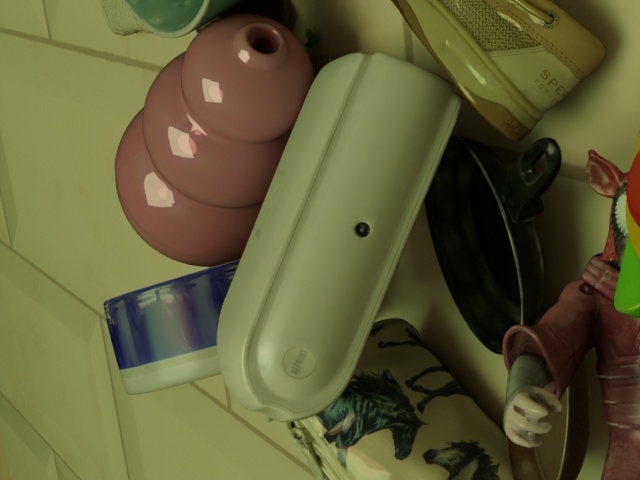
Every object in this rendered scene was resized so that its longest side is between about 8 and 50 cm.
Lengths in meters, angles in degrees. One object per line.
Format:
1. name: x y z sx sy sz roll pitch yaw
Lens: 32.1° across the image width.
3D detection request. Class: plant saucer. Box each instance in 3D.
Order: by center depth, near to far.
1. plant saucer: 0.190 0.140 0.927 0.168 0.029 0.169 -176 90 -85

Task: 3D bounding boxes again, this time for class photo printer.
1. photo printer: 0.000 0.000 0.957 0.256 0.107 0.308 -144 76 -81

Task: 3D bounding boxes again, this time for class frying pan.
1. frying pan: 0.137 -0.039 0.894 0.326 0.053 0.197 91 159 -53

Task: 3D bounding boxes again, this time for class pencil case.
1. pencil case: 0.124 0.268 1.013 0.410 0.183 0.160 52 156 31

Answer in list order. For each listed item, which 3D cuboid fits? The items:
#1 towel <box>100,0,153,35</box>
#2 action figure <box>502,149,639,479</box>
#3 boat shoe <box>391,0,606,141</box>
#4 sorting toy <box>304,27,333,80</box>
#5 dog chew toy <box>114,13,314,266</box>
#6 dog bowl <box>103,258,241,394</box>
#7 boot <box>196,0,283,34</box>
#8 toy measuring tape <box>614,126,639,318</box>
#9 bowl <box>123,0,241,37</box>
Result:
1. towel: -0.253 -0.406 1.437 0.187 0.049 0.282 16 118 57
2. action figure: 0.260 0.107 0.765 0.275 0.248 0.370 21 -120 -74
3. boat shoe: 0.094 -0.235 0.889 0.110 0.121 0.341 -41 69 17
4. sorting toy: 0.002 -0.180 1.157 0.062 0.012 0.083 19 125 61
5. dog chew toy: -0.099 -0.110 1.163 0.207 0.206 0.332 62 151 18
6. dog bowl: -0.097 0.081 1.208 0.265 0.264 0.104 -19 87 61
7. boot: -0.150 -0.302 1.269 0.305 0.112 0.115 55 157 25
8. toy measuring tape: 0.243 -0.081 0.612 0.121 0.121 0.330 3 77 59
9. bowl: -0.106 -0.366 1.089 0.311 0.163 0.312 34 132 48
